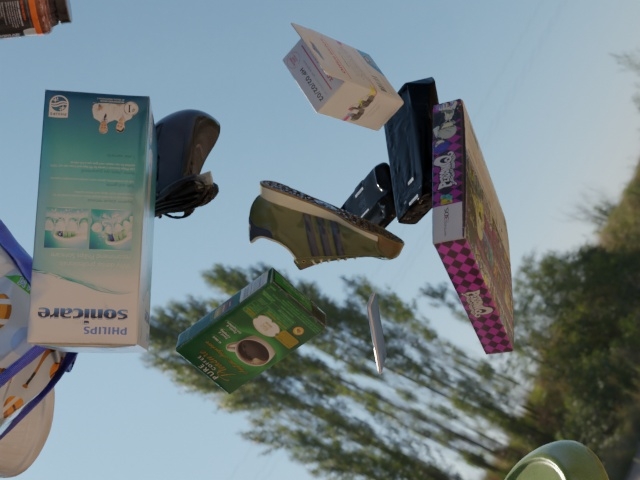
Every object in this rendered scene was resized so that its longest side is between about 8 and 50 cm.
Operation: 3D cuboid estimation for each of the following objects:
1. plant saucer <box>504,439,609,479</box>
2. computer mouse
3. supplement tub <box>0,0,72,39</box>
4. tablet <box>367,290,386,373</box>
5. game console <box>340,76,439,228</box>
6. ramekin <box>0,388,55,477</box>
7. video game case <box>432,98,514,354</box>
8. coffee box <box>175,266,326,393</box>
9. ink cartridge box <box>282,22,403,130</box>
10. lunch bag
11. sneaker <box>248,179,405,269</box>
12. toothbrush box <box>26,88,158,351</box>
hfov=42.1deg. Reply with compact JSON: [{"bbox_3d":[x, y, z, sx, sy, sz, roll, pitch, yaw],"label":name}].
[{"bbox_3d":[0.265,0.357,1.016,0.241,0.037,0.241,-160,90,-77],"label":"plant saucer"},{"bbox_3d":[-0.228,-0.130,1.277,0.072,0.188,0.272,56,-155,-32],"label":"computer mouse"},{"bbox_3d":[-0.578,-0.437,1.580,0.106,0.198,0.106,172,90,-82],"label":"supplement tub"},{"bbox_3d":[0.064,0.104,0.950,0.054,0.006,0.083,-56,-42,-70],"label":"tablet"},{"bbox_3d":[0.113,-0.102,1.427,0.361,0.044,0.213,131,139,-56],"label":"game console"},{"bbox_3d":[-0.676,0.348,1.707,0.127,0.273,0.273,20,-86,-47],"label":"ramekin"},{"bbox_3d":[0.182,-0.013,0.983,0.232,0.042,0.210,57,-150,-46],"label":"video game case"},{"bbox_3d":[-0.097,0.127,1.148,0.184,0.113,0.040,-37,26,21],"label":"coffee box"},{"bbox_3d":[0.021,-0.219,1.129,0.061,0.104,0.181,-45,-29,26],"label":"ink cartridge box"},{"bbox_3d":[-0.582,0.150,1.318,0.385,0.328,0.239,-47,-12,14],"label":"lunch bag"},{"bbox_3d":[0.000,0.000,1.024,0.064,0.192,0.086,-79,13,-77],"label":"sneaker"},{"bbox_3d":[-0.273,-0.010,1.036,0.216,0.126,0.295,134,137,-78],"label":"toothbrush box"}]
